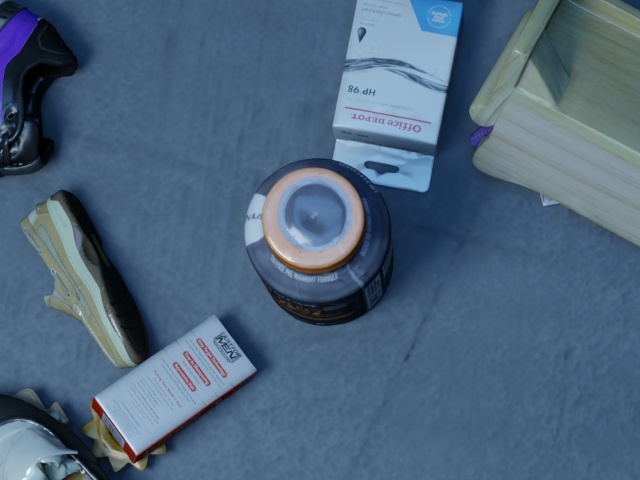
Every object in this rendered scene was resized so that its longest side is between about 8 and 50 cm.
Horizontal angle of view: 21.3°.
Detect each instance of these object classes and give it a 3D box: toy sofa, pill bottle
[{"bbox_3d":[0.330,-0.095,1.584,0.363,0.177,0.150,28,57,5],"label":"toy sofa"},{"bbox_3d":[0.000,0.000,1.528,0.130,0.245,0.130,-1,80,3],"label":"pill bottle"}]

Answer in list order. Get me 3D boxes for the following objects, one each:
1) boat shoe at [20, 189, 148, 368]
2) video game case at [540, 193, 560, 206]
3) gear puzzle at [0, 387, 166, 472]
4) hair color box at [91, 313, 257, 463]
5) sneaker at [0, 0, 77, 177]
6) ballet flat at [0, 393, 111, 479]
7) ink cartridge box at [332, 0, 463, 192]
[{"bbox_3d":[-0.230,0.048,1.631,0.072,0.068,0.190,-31,70,10],"label":"boat shoe"},{"bbox_3d":[0.247,-0.099,1.650,0.087,0.011,0.122,-10,80,2],"label":"video game case"},{"bbox_3d":[-0.293,0.239,1.612,0.339,0.044,0.175,-33,79,-6],"label":"gear puzzle"},{"bbox_3d":[-0.137,0.139,1.597,0.141,0.043,0.072,-34,80,-19],"label":"hair color box"},{"bbox_3d":[-0.340,-0.094,1.635,0.146,0.102,0.293,32,84,7],"label":"sneaker"},{"bbox_3d":[-0.231,0.232,1.538,0.280,0.096,0.095,40,80,9],"label":"ballet flat"},{"bbox_3d":[0.073,-0.145,1.642,0.104,0.060,0.180,10,81,4],"label":"ink cartridge box"}]
